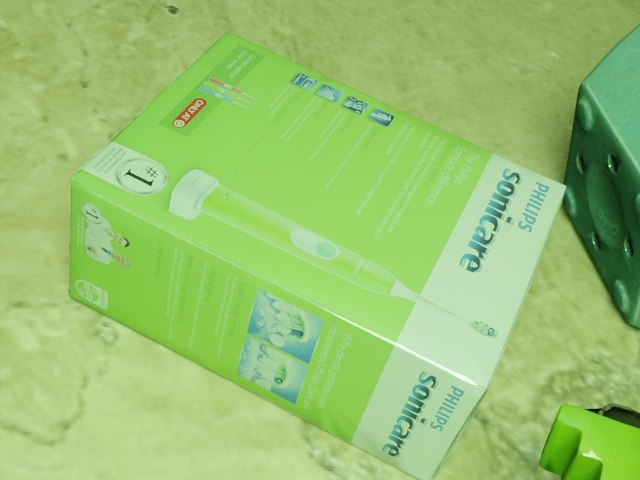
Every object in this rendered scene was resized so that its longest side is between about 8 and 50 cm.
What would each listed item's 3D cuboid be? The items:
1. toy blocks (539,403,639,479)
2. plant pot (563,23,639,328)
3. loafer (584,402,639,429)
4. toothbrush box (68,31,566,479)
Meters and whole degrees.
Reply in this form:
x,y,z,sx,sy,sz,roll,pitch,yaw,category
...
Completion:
x,y,z,sx,sy,sz,roll,pitch,yaw,category
0.239,0.226,0.308,0.381,0.191,0.261,18,53,13,toy blocks
0.336,-0.055,0.718,0.252,0.247,0.248,-13,51,-5,plant pot
0.260,0.172,0.588,0.220,0.078,0.080,35,49,17,loafer
0.000,0.000,0.648,0.283,0.122,0.206,25,46,9,toothbrush box
